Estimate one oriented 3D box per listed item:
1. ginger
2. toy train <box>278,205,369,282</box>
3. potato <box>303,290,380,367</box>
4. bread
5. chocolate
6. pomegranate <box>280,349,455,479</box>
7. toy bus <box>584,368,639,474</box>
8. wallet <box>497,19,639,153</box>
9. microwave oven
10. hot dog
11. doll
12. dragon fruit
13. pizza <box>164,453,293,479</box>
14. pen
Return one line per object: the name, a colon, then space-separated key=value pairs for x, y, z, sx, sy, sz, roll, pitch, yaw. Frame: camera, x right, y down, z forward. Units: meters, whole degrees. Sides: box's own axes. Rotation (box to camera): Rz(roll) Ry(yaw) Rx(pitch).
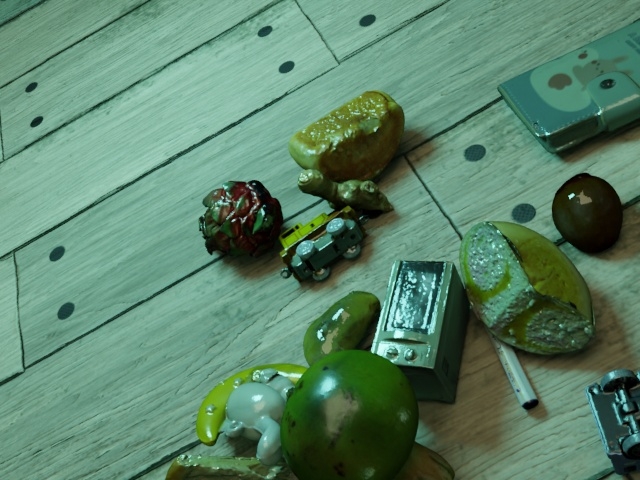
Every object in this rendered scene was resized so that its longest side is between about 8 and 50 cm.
ginger: x=0.046 y=-0.105 z=1.529 sx=0.133 sy=0.214 sz=0.059 roll=-4 pitch=70 yaw=39
toy train: x=0.000 y=0.000 z=1.539 sx=0.219 sy=0.089 sz=0.127 roll=-35 pitch=38 yaw=-1
potato: x=0.038 y=0.167 z=1.398 sx=0.188 sy=0.085 sz=0.105 roll=-44 pitch=52 yaw=-16
bread: x=0.363 y=0.085 z=1.270 sx=0.156 sy=0.158 sz=0.261 roll=-4 pitch=54 yaw=-32
chocolate: x=0.492 y=-0.046 z=1.342 sx=0.124 sy=0.127 sz=0.133 roll=-49 pitch=57 yaw=26
pomegranate: x=0.080 y=0.310 z=1.140 sx=0.301 sy=0.236 sz=0.236 roll=35 pitch=71 yaw=0
toy bus: x=0.551 y=0.244 z=1.067 sx=0.292 sy=0.133 sz=0.126 roll=-19 pitch=45 yaw=15
wallet: x=0.575 y=-0.321 z=1.513 sx=0.360 sy=0.083 sz=0.252 roll=-25 pitch=44 yaw=7
microwave oven: x=0.174 y=0.157 z=1.287 sx=0.129 sy=0.163 sz=0.205 roll=2 pitch=56 yaw=25
hot dog: x=0.068 y=-0.206 z=1.614 sx=0.256 sy=0.153 sz=0.150 roll=-32 pitch=44 yaw=-8
doll: x=-0.110 y=0.300 z=1.310 sx=0.252 sy=0.111 sz=0.237 roll=2 pitch=20 yaw=38
dragon fruit: x=-0.176 y=-0.046 z=1.602 sx=0.188 sy=0.182 sz=0.182 roll=3 pitch=56 yaw=5
pizza: x=-0.131 y=0.432 z=1.246 sx=0.262 sy=0.181 sz=0.034 roll=-3 pitch=27 yaw=-4
pen: x=0.315 y=0.176 z=1.295 sx=0.033 sy=0.033 sz=0.269 roll=-24 pitch=50 yaw=7
